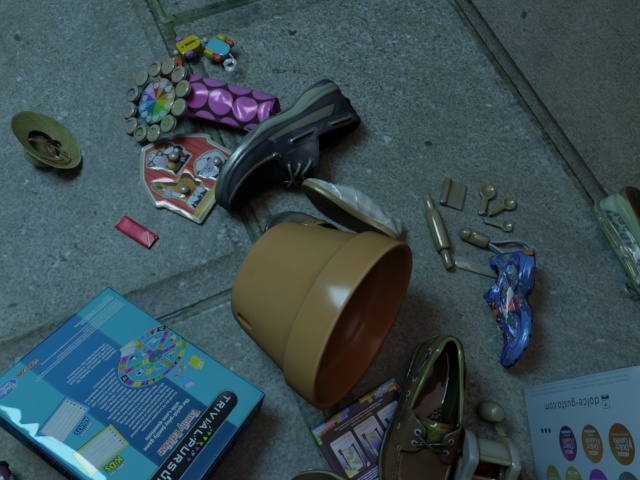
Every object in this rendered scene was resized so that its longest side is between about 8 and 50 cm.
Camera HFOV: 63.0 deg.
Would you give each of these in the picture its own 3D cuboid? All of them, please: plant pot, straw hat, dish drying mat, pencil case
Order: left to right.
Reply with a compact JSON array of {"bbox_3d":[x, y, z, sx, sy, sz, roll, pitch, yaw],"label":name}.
[{"bbox_3d":[-0.555,-0.182,1.036,0.061,0.144,0.144,-39,71,26],"label":"straw hat"},{"bbox_3d":[-0.357,-0.017,1.014,0.083,0.008,0.032,31,71,9],"label":"dish drying mat"},{"bbox_3d":[-0.192,-0.275,1.082,0.209,0.095,0.098,15,86,5],"label":"pencil case"},{"bbox_3d":[-0.008,0.098,0.860,0.203,0.291,0.291,26,69,25],"label":"plant pot"}]

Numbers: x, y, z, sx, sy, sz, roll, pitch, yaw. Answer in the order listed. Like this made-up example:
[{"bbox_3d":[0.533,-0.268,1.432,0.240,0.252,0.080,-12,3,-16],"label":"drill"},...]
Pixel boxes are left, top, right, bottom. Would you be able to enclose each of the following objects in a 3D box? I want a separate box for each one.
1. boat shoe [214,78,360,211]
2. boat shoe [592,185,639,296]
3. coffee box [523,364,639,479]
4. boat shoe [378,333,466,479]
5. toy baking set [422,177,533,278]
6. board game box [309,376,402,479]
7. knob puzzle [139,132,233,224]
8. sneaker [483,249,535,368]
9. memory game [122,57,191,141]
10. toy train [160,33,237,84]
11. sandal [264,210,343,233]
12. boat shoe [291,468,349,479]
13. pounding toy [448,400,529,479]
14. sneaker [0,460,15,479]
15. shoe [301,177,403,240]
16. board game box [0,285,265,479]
[{"bbox_3d":[-0.054,-0.176,1.026,0.130,0.132,0.355,41,73,11],"label":"boat shoe"},{"bbox_3d":[0.627,0.038,1.010,0.105,0.089,0.285,-2,69,-32],"label":"boat shoe"},{"bbox_3d":[0.542,0.362,0.735,0.338,0.337,0.334,1,69,-3],"label":"coffee box"},{"bbox_3d":[0.161,0.295,0.815,0.111,0.104,0.307,12,70,-1],"label":"boat shoe"},{"bbox_3d":[0.314,-0.016,1.035,0.197,0.030,0.256,-7,69,-6],"label":"toy baking set"},{"bbox_3d":[0.089,0.335,0.878,0.170,0.048,0.141,-28,75,-13],"label":"board game box"},{"bbox_3d":[-0.281,-0.147,1.057,0.213,0.030,0.213,1,69,-2],"label":"knob puzzle"},{"bbox_3d":[0.344,0.123,0.963,0.087,0.083,0.221,4,71,18],"label":"sneaker"},{"bbox_3d":[-0.339,-0.288,1.069,0.186,0.012,0.186,-7,75,28],"label":"memory game"},{"bbox_3d":[-0.265,-0.391,1.147,0.166,0.046,0.125,-7,70,-2],"label":"toy train"},{"bbox_3d":[0.000,0.000,0.997,0.219,0.060,0.090,26,70,7],"label":"sandal"},{"bbox_3d":[0.017,0.400,0.803,0.178,0.060,0.064,-3,91,32],"label":"boat shoe"},{"bbox_3d":[0.278,0.385,0.811,0.155,0.154,0.269,11,69,2],"label":"pounding toy"},{"bbox_3d":[-0.448,0.412,0.793,0.281,0.106,0.162,-11,67,-6],"label":"sneaker"},{"bbox_3d":[0.064,-0.063,1.020,0.219,0.076,0.058,32,67,1],"label":"shoe"},{"bbox_3d":[-0.299,0.258,0.820,0.336,0.079,0.254,31,49,11],"label":"board game box"}]
